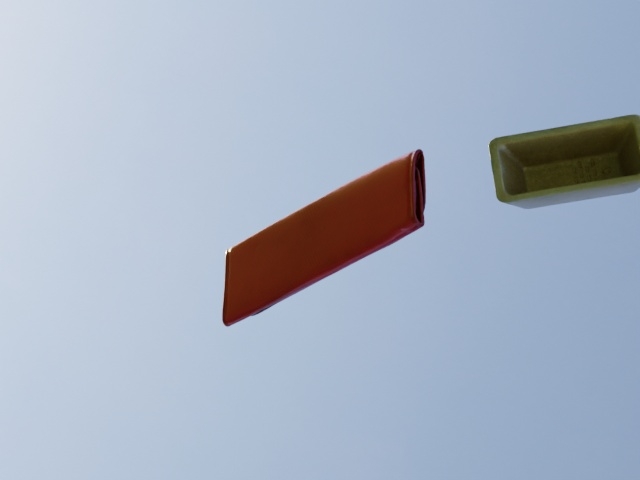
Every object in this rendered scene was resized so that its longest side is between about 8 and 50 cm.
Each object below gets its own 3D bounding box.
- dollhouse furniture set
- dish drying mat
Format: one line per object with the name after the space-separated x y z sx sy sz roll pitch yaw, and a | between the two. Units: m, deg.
0.124 -0.030 0.539 0.114 0.081 0.091 -9 -120 8 | dollhouse furniture set
0.000 0.000 0.440 0.083 0.008 0.032 -29 -134 34 | dish drying mat
